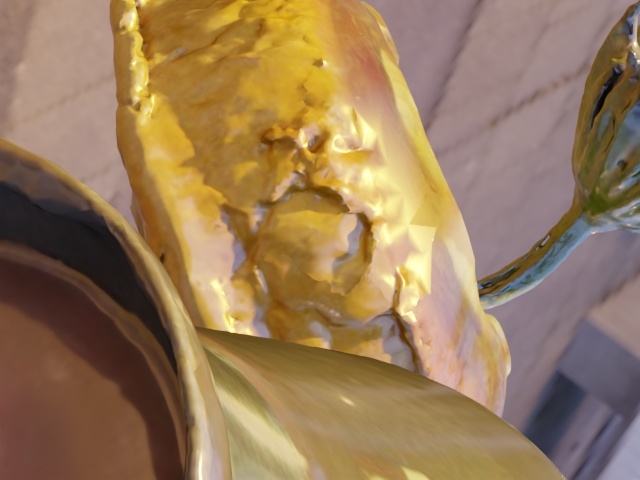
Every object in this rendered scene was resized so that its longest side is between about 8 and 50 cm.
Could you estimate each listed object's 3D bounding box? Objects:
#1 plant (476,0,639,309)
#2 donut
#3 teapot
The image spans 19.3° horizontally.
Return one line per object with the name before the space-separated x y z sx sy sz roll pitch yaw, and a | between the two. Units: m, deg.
plant | 0.220 -0.052 1.557 0.333 0.180 0.251 -34 139 26
donut | 0.000 0.000 0.946 0.159 0.330 0.330 -13 158 3
teapot | -0.087 0.111 0.603 0.305 0.376 0.362 -36 147 3
